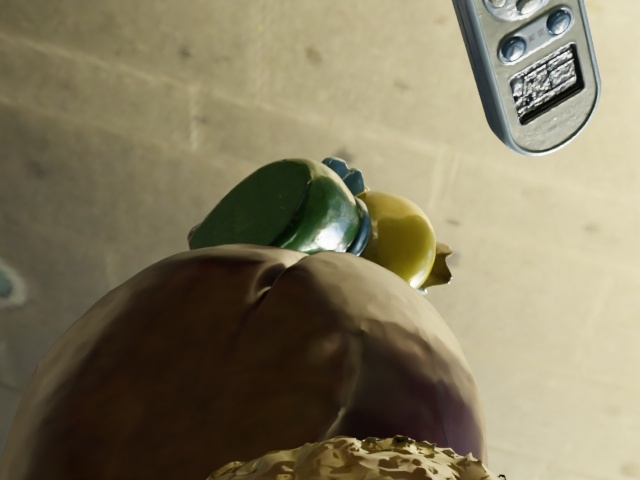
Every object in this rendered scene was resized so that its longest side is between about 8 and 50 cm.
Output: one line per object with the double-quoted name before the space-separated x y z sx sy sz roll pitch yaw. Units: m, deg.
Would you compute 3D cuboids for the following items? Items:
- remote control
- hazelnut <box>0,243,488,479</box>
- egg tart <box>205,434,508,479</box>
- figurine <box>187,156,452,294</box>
"remote control" 0.133 -0.155 1.111 0.047 0.087 0.244 47 165 43
"hazelnut" -0.064 0.213 1.267 0.402 0.429 0.402 4 146 3
"egg tart" 0.013 0.202 0.874 0.352 0.150 0.352 -9 144 -7
"figurine" 0.002 0.014 1.553 0.185 0.127 0.234 -39 149 21
